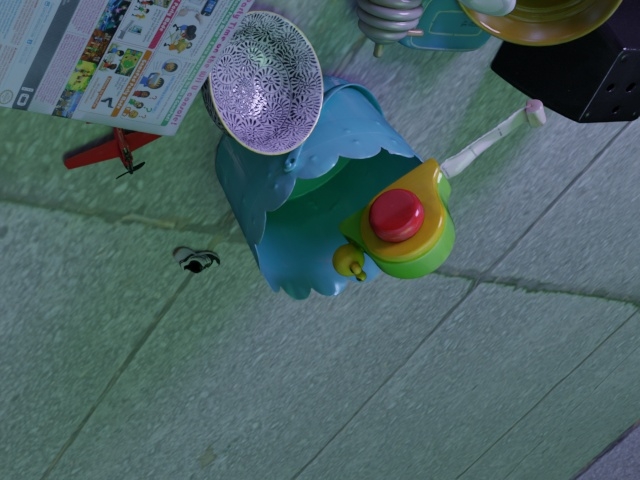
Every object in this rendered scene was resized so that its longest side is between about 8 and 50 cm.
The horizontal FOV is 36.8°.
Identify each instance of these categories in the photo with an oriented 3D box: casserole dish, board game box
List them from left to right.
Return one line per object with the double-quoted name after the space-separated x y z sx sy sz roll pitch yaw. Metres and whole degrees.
-0.243 -0.239 0.988 0.303 0.097 0.224 8 131 -41 "board game box"
0.176 -0.298 1.281 0.188 0.037 0.114 -6 139 -33 "casserole dish"

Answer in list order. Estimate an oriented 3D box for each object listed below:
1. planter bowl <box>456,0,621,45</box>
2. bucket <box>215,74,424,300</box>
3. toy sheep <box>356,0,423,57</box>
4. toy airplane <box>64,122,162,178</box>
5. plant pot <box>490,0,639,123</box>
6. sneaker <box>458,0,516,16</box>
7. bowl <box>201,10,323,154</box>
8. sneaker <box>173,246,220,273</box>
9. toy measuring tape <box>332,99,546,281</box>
0.273 -0.356 1.199 0.217 0.090 0.217 9 140 8 "planter bowl"
0.002 -0.076 1.302 0.281 0.183 0.281 -21 145 -15 "bucket"
0.087 -0.286 1.184 0.091 0.091 0.132 -8 123 -30 "toy sheep"
-0.245 -0.130 1.183 0.151 0.028 0.151 -22 145 -16 "toy airplane"
0.392 -0.269 1.366 0.187 0.167 0.188 -6 138 -32 "plant pot"
0.158 -0.316 1.145 0.190 0.083 0.071 30 135 -24 "sneaker"
-0.086 -0.186 1.163 0.170 0.170 0.080 0 180 -40 "bowl"
-0.181 0.036 1.435 0.083 0.037 0.032 9 128 -45 "sneaker"
0.161 -0.045 1.197 0.330 0.121 0.121 -34 146 4 "toy measuring tape"
